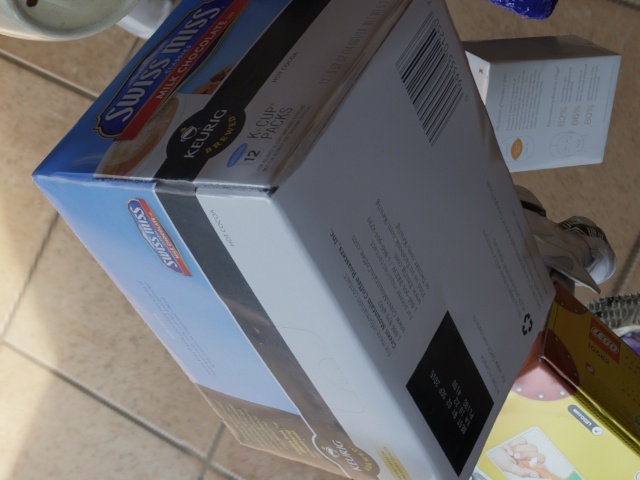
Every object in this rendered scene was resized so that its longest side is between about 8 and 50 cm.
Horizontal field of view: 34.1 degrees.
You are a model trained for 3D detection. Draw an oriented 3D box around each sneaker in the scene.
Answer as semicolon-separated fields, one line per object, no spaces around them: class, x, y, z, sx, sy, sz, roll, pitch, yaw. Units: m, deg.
sneaker;0.546;0.156;1.647;0.293;0.146;0.102;-8;41;54
sneaker;0.400;0.055;1.748;0.137;0.366;0.210;-40;46;27

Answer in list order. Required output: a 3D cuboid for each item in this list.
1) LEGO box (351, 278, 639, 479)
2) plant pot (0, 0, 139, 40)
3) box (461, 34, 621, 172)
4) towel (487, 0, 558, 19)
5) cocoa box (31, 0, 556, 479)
LEGO box;0.348;0.362;1.381;0.500;0.193;0.372;42;122;-5
plant pot;-0.249;-0.289;0.940;0.284;0.284;0.191;-40;57;11
box;0.232;-0.154;1.169;0.091;0.170;0.130;-132;41;-57
towel;0.243;-0.439;1.253;0.228;0.076;0.308;23;126;-3
cocoa box;0.000;0.000;0.812;0.228;0.347;0.231;7;51;37
